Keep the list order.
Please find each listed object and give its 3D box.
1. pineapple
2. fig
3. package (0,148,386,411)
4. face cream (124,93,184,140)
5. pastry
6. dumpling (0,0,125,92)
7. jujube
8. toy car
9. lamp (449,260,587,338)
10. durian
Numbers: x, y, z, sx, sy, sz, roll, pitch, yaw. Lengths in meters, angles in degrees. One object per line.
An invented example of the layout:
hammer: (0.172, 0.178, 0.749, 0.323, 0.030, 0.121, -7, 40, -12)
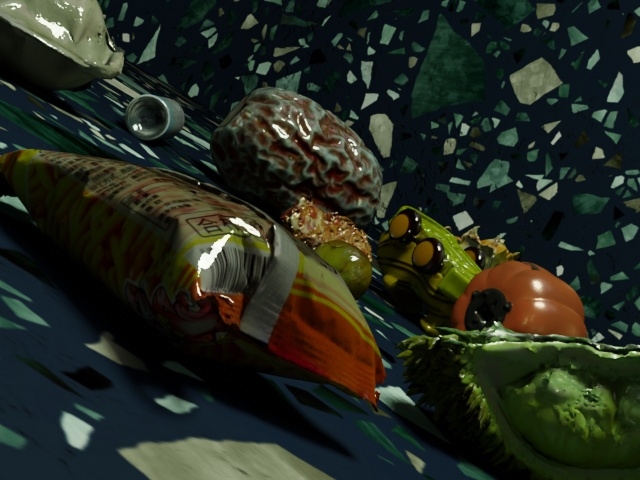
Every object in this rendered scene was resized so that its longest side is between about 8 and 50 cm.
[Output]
pineapple: (0.238, 0.075, 1.964, 0.114, 0.236, 0.186, 17, 55, -56)
fig: (0.016, 0.045, 1.364, 0.084, 0.082, 0.098, 47, 46, 2)
package: (-0.084, 0.014, 0.786, 0.288, 0.108, 0.223, 34, 3, 41)
face cream: (-0.273, -0.206, 1.852, 0.075, 0.075, 0.229, 33, 5, -3)
pastry: (-0.001, 0.002, 1.553, 0.063, 0.087, 0.169, -11, -31, 45)
dumpling: (-0.414, -0.292, 1.547, 0.293, 0.163, 0.204, 35, 39, 13)
jujube: (-0.035, -0.131, 1.912, 0.317, 0.226, 0.226, 37, 3, -23)
toy car: (0.182, 0.062, 1.758, 0.200, 0.142, 0.248, 29, 16, -36)
lamp: (0.276, 0.126, 1.511, 0.164, 0.188, 0.187, 30, 6, -36)
durian: (0.236, 0.141, 1.041, 0.351, 0.169, 0.158, 10, 30, -11)
